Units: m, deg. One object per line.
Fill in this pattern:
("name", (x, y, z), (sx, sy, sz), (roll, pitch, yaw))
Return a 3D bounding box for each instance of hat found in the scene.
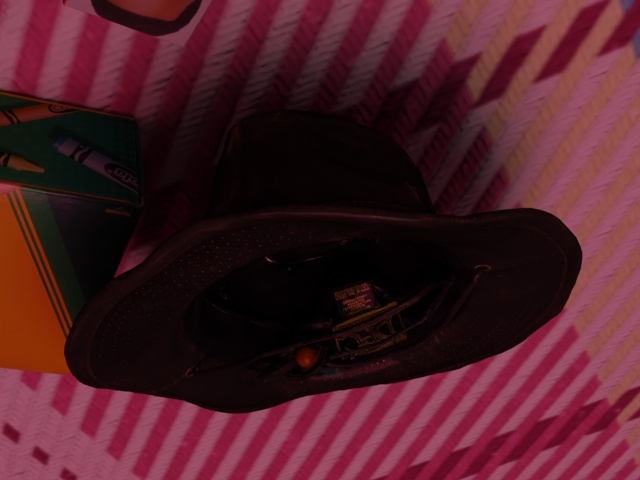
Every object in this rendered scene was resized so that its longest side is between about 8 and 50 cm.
("hat", (0.000, 0.000, 0.709), (0.331, 0.134, 0.331), (-9, 158, -4))

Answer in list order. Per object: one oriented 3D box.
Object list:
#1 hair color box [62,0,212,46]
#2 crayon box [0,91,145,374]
("hair color box", (-0.069, -0.169, 0.571), (0.072, 0.043, 0.141), (15, 133, -28))
("crayon box", (-0.261, -0.015, 0.672), (0.278, 0.081, 0.165), (10, 134, -22))
